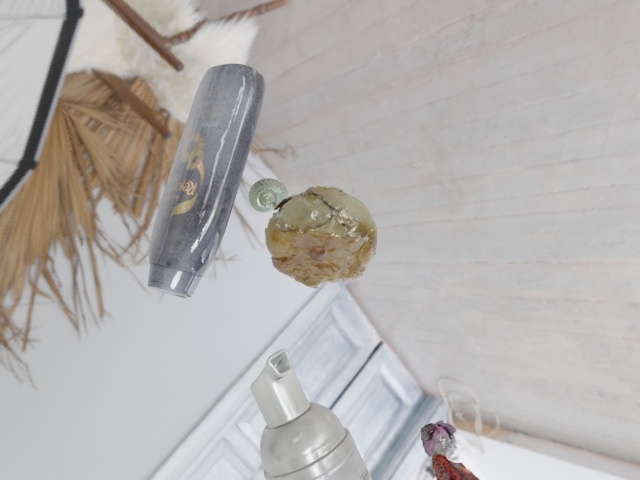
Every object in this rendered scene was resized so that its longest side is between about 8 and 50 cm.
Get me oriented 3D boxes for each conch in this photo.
[{"bbox_3d":[-0.100,-0.091,1.144,0.085,0.076,0.057,-118,6,-55],"label":"conch"}]

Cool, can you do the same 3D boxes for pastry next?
[{"bbox_3d":[0.000,-0.002,0.808,0.153,0.081,0.153,-4,139,-4],"label":"pastry"}]

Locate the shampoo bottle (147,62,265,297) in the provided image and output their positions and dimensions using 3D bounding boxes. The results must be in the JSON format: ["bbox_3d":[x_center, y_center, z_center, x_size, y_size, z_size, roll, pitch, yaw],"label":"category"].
[{"bbox_3d":[-0.116,-0.061,0.604,0.087,0.234,0.049,4,164,38],"label":"shampoo bottle"}]

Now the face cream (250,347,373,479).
[{"bbox_3d":[-0.008,0.336,0.899,0.370,0.145,0.145,66,153,1],"label":"face cream"}]

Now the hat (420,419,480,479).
[{"bbox_3d":[0.148,0.254,0.541,0.140,0.129,0.227,35,-166,-44],"label":"hat"}]
